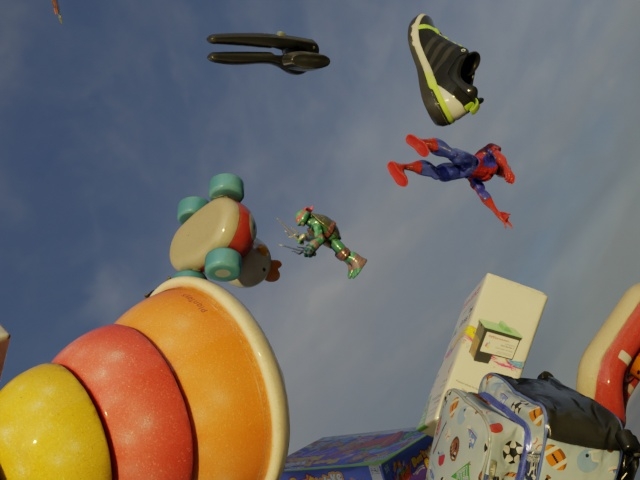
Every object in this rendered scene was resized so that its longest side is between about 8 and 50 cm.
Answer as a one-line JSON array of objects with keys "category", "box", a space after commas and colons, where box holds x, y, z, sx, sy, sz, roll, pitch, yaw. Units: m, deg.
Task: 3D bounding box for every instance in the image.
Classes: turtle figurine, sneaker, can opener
[{"category": "turtle figurine", "box": [0.000, 0.000, 2.025, 0.118, 0.234, 0.175, -53, 3, 11]}, {"category": "sneaker", "box": [0.204, -0.272, 1.309, 0.097, 0.234, 0.084, -22, -37, 20]}, {"category": "can opener", "box": [-0.078, -0.275, 1.206, 0.186, 0.073, 0.059, 1, -93, -30]}]

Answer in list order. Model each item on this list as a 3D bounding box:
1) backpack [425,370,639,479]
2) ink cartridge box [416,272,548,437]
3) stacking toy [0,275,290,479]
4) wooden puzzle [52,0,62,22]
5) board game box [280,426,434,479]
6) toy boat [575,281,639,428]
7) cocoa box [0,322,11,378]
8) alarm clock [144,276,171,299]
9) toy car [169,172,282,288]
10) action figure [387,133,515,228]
[{"category": "backpack", "box": [0.249, 0.313, 1.050, 0.276, 0.213, 0.263, -129, 42, -85]}, {"category": "ink cartridge box", "box": [0.284, 0.221, 1.490, 0.201, 0.117, 0.278, 98, -165, -72]}, {"category": "stacking toy", "box": [-0.311, 0.250, 1.075, 0.480, 0.351, 0.350, -11, -52, -42]}, {"category": "wooden puzzle", "box": [-0.389, -0.358, 1.222, 0.006, 0.049, 0.083, -13, -66, -10]}, {"category": "board game box", "box": [0.069, 0.471, 1.746, 0.233, 0.347, 0.078, -14, -93, -50]}, {"category": "toy boat", "box": [0.479, 0.185, 1.226, 0.231, 0.151, 0.151, -52, -36, -13]}, {"category": "cocoa box", "box": [-0.664, 0.236, 1.296, 0.231, 0.228, 0.347, -15, -44, -50]}, {"category": "alarm clock", "box": [-0.276, 0.172, 1.560, 0.129, 0.064, 0.192, -51, -44, -69]}, {"category": "toy car", "box": [-0.164, 0.024, 1.723, 0.238, 0.219, 0.210, 26, -42, -36]}, {"category": "action figure", "box": [0.245, -0.095, 1.333, 0.280, 0.139, 0.091, -5, -41, -48]}]
